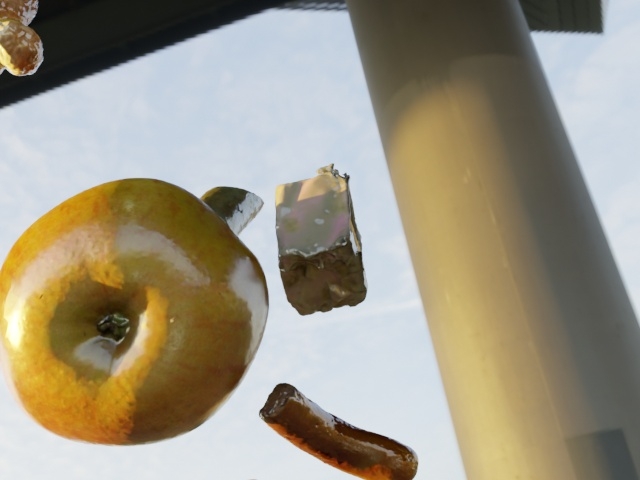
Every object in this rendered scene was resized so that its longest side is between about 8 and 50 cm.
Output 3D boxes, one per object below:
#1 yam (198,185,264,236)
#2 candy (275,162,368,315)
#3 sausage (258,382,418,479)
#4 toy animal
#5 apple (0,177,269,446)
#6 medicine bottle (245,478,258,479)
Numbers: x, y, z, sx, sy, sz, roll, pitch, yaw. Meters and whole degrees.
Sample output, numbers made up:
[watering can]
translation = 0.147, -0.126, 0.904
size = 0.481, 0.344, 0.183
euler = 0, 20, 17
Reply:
[yam]
translation = -0.172, -0.046, 1.582
size = 0.106, 0.259, 0.106
euler = 3, -70, 9
[candy]
translation = 0.000, 0.000, 1.472
size = 0.137, 0.195, 0.184
euler = -8, -42, 5
[sausage]
translation = 0.025, 0.318, 1.429
size = 0.302, 0.076, 0.103
euler = 33, -35, -25
[toy animal]
translation = -0.446, -0.331, 1.345
size = 0.184, 0.185, 0.104
euler = -21, -34, -32
[apple]
translation = -0.270, 0.105, 1.296
size = 0.401, 0.400, 0.333
euler = -1, -3, -17
[medicine bottle]
translation = -0.162, 0.694, 2.190
size = 0.096, 0.191, 0.096
euler = -19, 8, 3
